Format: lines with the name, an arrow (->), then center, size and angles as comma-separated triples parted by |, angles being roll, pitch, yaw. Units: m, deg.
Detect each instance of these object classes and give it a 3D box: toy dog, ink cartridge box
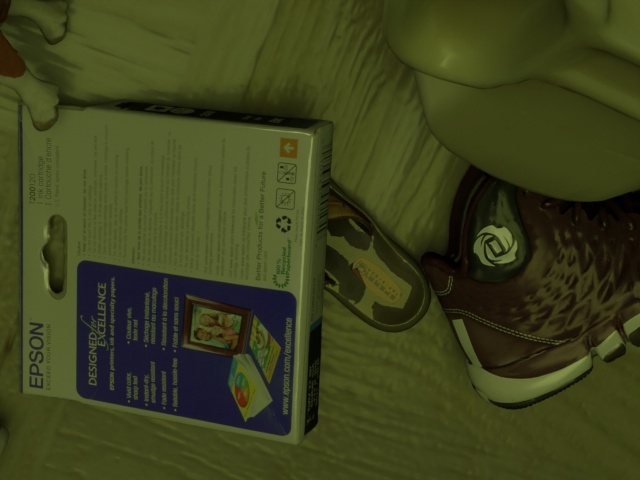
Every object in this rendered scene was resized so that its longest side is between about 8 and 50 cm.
toy dog -> 0.221, -0.227, 0.786 | 0.285, 0.395, 0.407 | 21, 78, -2
ink cartridge box -> -0.098, 0.015, 0.938 | 0.208, 0.045, 0.206 | 8, 104, 18

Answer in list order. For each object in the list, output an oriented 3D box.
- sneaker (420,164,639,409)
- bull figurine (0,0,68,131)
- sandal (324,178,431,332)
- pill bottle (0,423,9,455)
sneaker -> 0.193, -0.020, 0.941 | 0.281, 0.106, 0.162 | -31, 102, 4
bull figurine -> -0.194, -0.171, 0.830 | 0.310, 0.101, 0.188 | -39, 140, 23
sandal -> 0.000, 0.000, 0.954 | 0.180, 0.049, 0.072 | 38, 98, -7
pill bottle -> -0.274, 0.122, 0.954 | 0.120, 0.067, 0.067 | 36, 99, -12
